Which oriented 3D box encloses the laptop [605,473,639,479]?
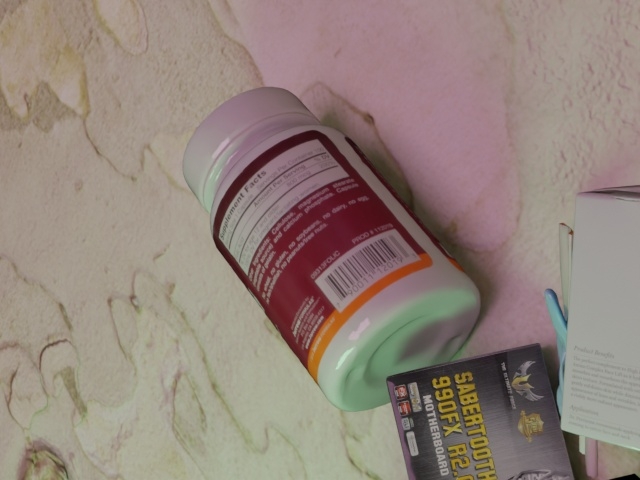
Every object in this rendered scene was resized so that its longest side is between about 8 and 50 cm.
[{"bbox_3d":[0.361,0.319,1.184,0.264,0.234,0.137,-1,89,45],"label":"laptop"}]

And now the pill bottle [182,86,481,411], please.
[{"bbox_3d":[0.000,0.000,1.541,0.392,0.224,0.224,52,123,31],"label":"pill bottle"}]

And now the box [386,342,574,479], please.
[{"bbox_3d":[0.187,0.249,1.404,0.183,0.056,0.231,-12,78,2],"label":"box"}]

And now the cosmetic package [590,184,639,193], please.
[{"bbox_3d":[0.450,0.034,1.157,0.365,0.155,0.197,-4,91,43],"label":"cosmetic package"}]

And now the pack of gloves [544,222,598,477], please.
[{"bbox_3d":[0.255,0.109,1.316,0.046,0.195,0.232,-3,99,2],"label":"pack of gloves"}]

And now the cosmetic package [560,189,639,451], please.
[{"bbox_3d":[0.297,0.073,1.144,0.117,0.085,0.231,11,100,43],"label":"cosmetic package"}]
